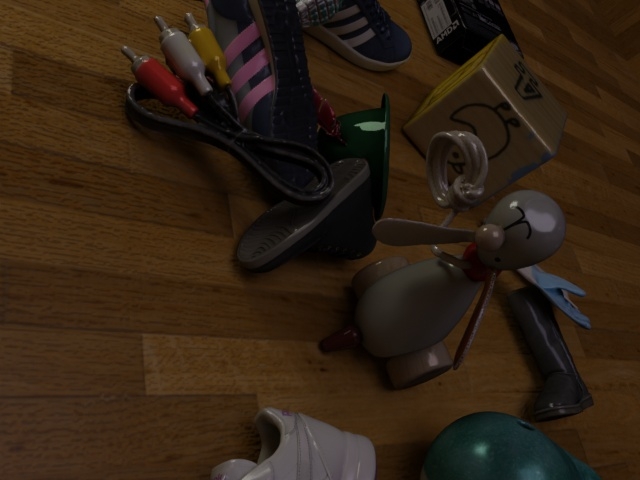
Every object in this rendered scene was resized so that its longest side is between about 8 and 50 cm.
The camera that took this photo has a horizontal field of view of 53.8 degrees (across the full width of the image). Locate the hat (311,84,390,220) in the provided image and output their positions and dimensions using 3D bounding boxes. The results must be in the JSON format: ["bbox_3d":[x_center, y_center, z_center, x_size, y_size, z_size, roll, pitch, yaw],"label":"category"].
[{"bbox_3d":[0.001,-0.134,0.905,0.183,0.173,0.209,3,63,0],"label":"hat"}]

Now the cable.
[{"bbox_3d":[-0.112,-0.137,0.718,0.287,0.072,0.139,44,65,12],"label":"cable"}]

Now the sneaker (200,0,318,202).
[{"bbox_3d":[-0.088,-0.200,0.831,0.112,0.131,0.319,-8,91,-59],"label":"sneaker"}]

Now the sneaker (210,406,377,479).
[{"bbox_3d":[-0.050,0.283,0.542,0.152,0.114,0.305,30,40,-7],"label":"sneaker"}]

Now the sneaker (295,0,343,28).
[{"bbox_3d":[-0.042,-0.359,0.961,0.166,0.065,0.076,-29,69,-14],"label":"sneaker"}]

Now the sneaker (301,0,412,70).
[{"bbox_3d":[0.056,-0.407,1.063,0.350,0.148,0.131,13,55,-38],"label":"sneaker"}]

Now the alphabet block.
[{"bbox_3d":[0.298,-0.214,1.134,0.197,0.192,0.193,46,39,-8],"label":"alphabet block"}]

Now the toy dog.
[{"bbox_3d":[0.106,0.057,0.707,0.160,0.334,0.220,-13,47,-30],"label":"toy dog"}]

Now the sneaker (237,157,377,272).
[{"bbox_3d":[0.000,0.000,0.786,0.222,0.083,0.118,-39,126,-32],"label":"sneaker"}]

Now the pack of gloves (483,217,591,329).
[{"bbox_3d":[0.379,0.042,1.084,0.232,0.046,0.195,42,20,-7],"label":"pack of gloves"}]

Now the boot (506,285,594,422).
[{"bbox_3d":[0.356,0.175,1.009,0.189,0.076,0.209,8,64,-57],"label":"boot"}]

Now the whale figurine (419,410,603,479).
[{"bbox_3d":[0.245,0.272,0.742,0.271,0.141,0.216,6,16,-38],"label":"whale figurine"}]

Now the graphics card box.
[{"bbox_3d":[0.319,-0.569,1.470,0.232,0.094,0.371,7,58,-41],"label":"graphics card box"}]
